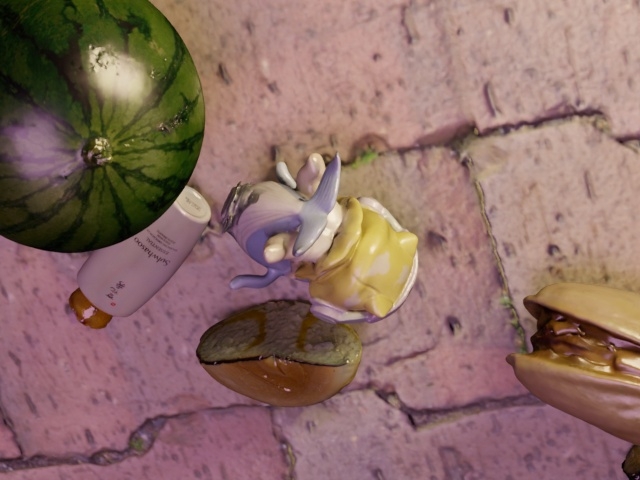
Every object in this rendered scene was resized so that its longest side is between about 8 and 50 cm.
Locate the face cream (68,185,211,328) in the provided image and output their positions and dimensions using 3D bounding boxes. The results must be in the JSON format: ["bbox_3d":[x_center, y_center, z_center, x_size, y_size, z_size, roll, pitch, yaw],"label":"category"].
[{"bbox_3d":[-0.172,0.017,1.652,0.072,0.051,0.182,37,125,-14],"label":"face cream"}]

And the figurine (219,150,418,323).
[{"bbox_3d":[0.000,0.000,1.534,0.184,0.128,0.208,21,166,1],"label":"figurine"}]

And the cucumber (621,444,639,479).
[{"bbox_3d":[0.323,0.253,1.681,0.034,0.033,0.135,-30,116,-5],"label":"cucumber"}]

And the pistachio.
[{"bbox_3d":[0.270,0.110,1.556,0.206,0.131,0.129,19,81,9],"label":"pistachio"}]

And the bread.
[{"bbox_3d":[-0.028,0.115,1.658,0.157,0.083,0.094,-11,121,24],"label":"bread"}]

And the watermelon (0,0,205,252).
[{"bbox_3d":[-0.216,-0.108,1.468,0.242,0.242,0.242,7,124,11],"label":"watermelon"}]
